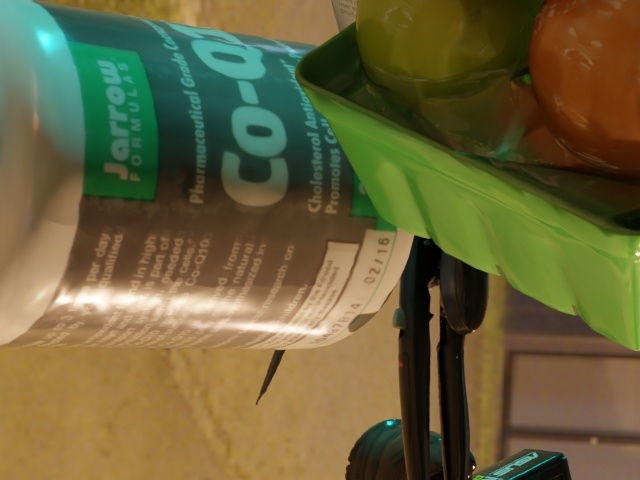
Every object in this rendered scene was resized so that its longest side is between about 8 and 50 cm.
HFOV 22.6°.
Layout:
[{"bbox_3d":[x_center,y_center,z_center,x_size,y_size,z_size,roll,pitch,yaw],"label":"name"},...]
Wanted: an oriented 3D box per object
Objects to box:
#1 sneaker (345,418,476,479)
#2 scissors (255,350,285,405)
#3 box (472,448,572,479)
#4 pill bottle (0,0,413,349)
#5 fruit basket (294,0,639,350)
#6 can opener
[{"bbox_3d":[0.090,0.297,1.360,0.130,0.109,0.286,-6,-89,60],"label":"sneaker"},{"bbox_3d":[0.000,0.000,1.418,0.021,0.109,0.297,25,99,-42],"label":"scissors"},{"bbox_3d":[0.168,0.361,1.522,0.216,0.060,0.270,-19,100,-34],"label":"box"},{"bbox_3d":[-0.135,-0.036,0.963,0.361,0.204,0.204,3,88,-39],"label":"pill bottle"},{"bbox_3d":[0.112,-0.139,0.750,0.165,0.327,0.353,-32,132,-31],"label":"fruit basket"},{"bbox_3d":[0.074,0.078,1.051,0.073,0.059,0.186,-106,-159,-86],"label":"can opener"}]
